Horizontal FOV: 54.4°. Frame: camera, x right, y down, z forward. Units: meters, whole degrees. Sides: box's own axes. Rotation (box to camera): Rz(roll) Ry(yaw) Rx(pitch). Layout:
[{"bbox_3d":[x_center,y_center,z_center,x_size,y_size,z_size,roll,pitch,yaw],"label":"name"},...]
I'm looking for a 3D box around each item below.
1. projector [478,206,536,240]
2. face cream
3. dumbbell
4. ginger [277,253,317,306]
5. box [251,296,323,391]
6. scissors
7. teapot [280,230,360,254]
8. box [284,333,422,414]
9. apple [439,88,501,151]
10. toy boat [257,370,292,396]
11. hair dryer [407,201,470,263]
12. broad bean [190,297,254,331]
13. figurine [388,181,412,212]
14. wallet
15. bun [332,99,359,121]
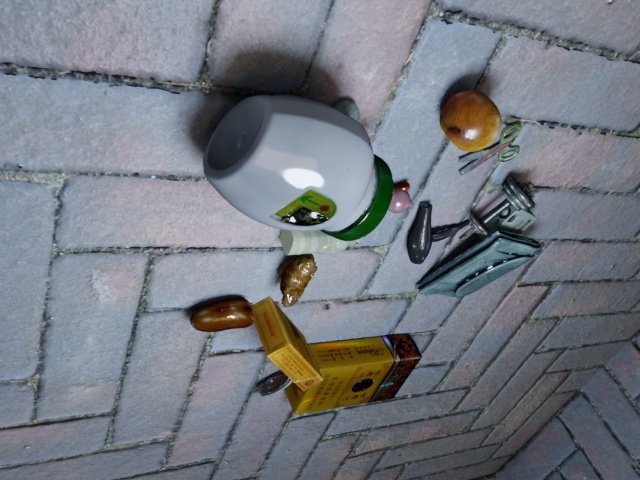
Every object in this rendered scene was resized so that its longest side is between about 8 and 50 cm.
[{"bbox_3d":[0.554,-0.050,1.870,0.115,0.061,0.147,19,122,-43],"label":"projector"},{"bbox_3d":[-0.038,-0.146,1.287,0.357,0.219,0.313,21,138,-41],"label":"face cream"},{"bbox_3d":[0.499,-0.081,1.771,0.254,0.110,0.110,-41,139,20],"label":"dumbbell"},{"bbox_3d":[-0.070,0.092,1.642,0.074,0.103,0.162,23,116,-18],"label":"ginger"},{"bbox_3d":[-0.096,0.303,1.795,0.076,0.174,0.274,-29,141,3],"label":"box"},{"bbox_3d":[0.447,-0.230,1.642,0.187,0.020,0.133,-25,145,-5],"label":"scissors"},{"bbox_3d":[0.000,0.000,1.596,0.201,0.077,0.107,-4,140,-26],"label":"teapot"},{"bbox_3d":[0.116,0.453,2.130,0.416,0.115,0.264,1,132,-29],"label":"box"},{"bbox_3d":[0.341,-0.273,1.437,0.147,0.146,0.146,-16,140,-14],"label":"apple"},{"bbox_3d":[-0.141,0.466,2.048,0.140,0.059,0.066,-30,170,5],"label":"toy boat"},{"bbox_3d":[0.346,-0.040,1.779,0.219,0.075,0.195,-18,132,-28],"label":"hair dryer"},{"bbox_3d":[-0.264,0.203,1.662,0.165,0.084,0.114,-14,145,-7],"label":"broad bean"},{"bbox_3d":[0.194,-0.105,1.599,0.084,0.067,0.071,-5,117,-3],"label":"figurine"},{"bbox_3d":[0.491,0.092,1.925,0.237,0.075,0.342,10,142,-41],"label":"wallet"},{"bbox_3d":[0.051,-0.264,1.358,0.083,0.045,0.083,-20,141,-17],"label":"bun"}]
